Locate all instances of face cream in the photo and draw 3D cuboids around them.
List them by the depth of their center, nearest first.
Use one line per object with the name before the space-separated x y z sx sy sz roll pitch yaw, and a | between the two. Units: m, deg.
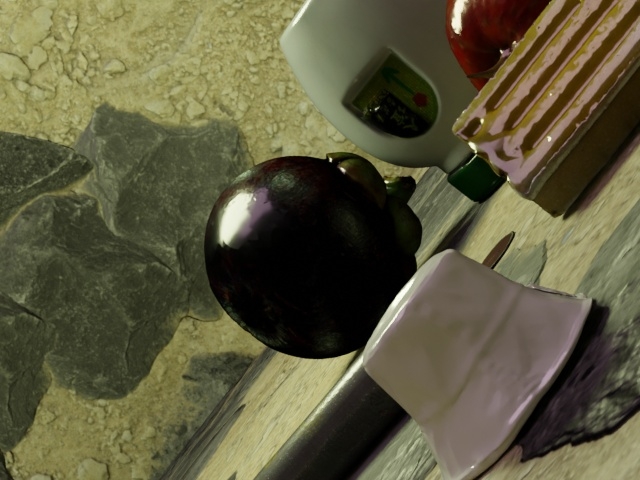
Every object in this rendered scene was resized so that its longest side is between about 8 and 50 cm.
face cream | 0.003 0.223 1.839 0.283 0.073 0.073 -51 4 25
face cream | 0.139 -0.240 2.354 0.312 0.357 0.219 -50 5 40

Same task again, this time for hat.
hat | 0.110 0.088 1.364 0.203 0.126 0.203 -56 2 3

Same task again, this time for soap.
soap | 0.266 -0.166 1.749 0.257 0.080 0.160 -51 40 9

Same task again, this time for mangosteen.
mangosteen | -0.013 0.008 2.379 0.300 0.300 0.300 -52 3 4

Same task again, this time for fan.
fan | 0.187 0.030 1.919 0.085 0.005 0.133 -51 3 21

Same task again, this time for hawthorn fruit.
hawthorn fruit | 0.268 -0.263 1.951 0.258 0.258 0.262 134 144 -63
